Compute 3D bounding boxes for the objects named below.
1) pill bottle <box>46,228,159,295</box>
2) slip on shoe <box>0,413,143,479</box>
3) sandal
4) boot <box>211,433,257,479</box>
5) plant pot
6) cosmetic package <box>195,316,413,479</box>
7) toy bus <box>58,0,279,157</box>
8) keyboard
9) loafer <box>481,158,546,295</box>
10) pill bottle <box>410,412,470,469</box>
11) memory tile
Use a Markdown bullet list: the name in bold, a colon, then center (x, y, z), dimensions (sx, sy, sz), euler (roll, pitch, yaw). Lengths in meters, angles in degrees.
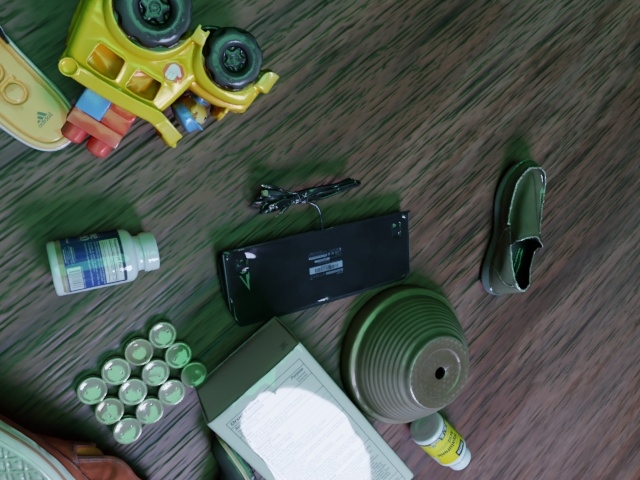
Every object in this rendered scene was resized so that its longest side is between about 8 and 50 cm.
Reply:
- **pill bottle**: center (-0.262, 0.023, 0.662), dimensions (0.120, 0.067, 0.067), euler (-12, 103, -25)
- **slip on shoe**: center (-0.315, 0.286, 0.650), dimensions (0.123, 0.101, 0.331), euler (-35, 121, 11)
- **sandal**: center (-0.368, -0.200, 0.567), dimensions (0.265, 0.076, 0.102), euler (41, 78, -26)
- **boot**: center (-0.150, 0.380, 0.777), dimensions (0.137, 0.077, 0.197), euler (-25, 108, -16)
- **plant pot**: center (0.159, 0.197, 0.885), dimensions (0.237, 0.110, 0.237), euler (-4, 100, -26)
- **cosmetic package**: center (-0.018, 0.281, 0.796), dimensions (0.160, 0.113, 0.309), euler (-40, 113, -9)
- **toy bus**: center (-0.191, -0.183, 0.632), dimensions (0.220, 0.149, 0.211), euler (28, 96, -30)
- **keyboard**: center (0.000, 0.000, 0.816), dimensions (0.317, 0.033, 0.201), euler (-13, 110, -26)
- **loafer**: center (0.361, -0.018, 0.967), dimensions (0.094, 0.087, 0.251), euler (8, 94, -28)
- **pill bottle**: center (0.215, 0.356, 0.963), dimensions (0.065, 0.065, 0.116), euler (-50, 117, -12)
- **memory tile**: center (-0.236, 0.188, 0.730), dimensions (0.148, 0.012, 0.113), euler (-39, 110, -16)
